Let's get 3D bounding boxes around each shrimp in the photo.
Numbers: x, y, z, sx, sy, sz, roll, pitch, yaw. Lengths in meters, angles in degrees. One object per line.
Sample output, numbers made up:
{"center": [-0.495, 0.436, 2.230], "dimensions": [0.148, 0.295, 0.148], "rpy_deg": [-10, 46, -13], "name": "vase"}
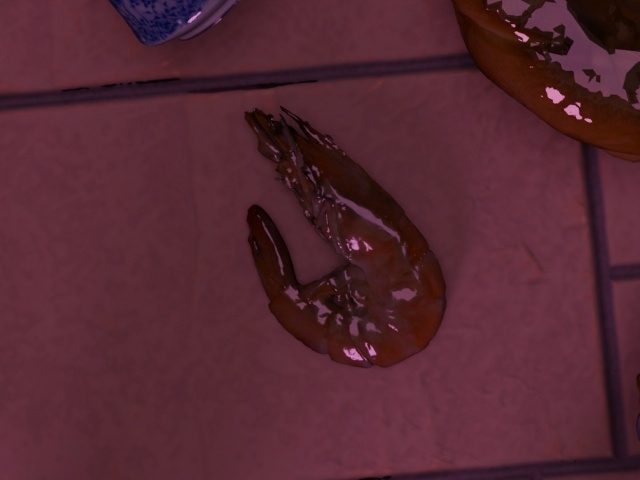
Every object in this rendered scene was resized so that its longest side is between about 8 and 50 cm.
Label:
{"center": [0.001, -0.001, 1.428], "dimensions": [0.133, 0.053, 0.236], "rpy_deg": [-38, 90, 18], "name": "shrimp"}

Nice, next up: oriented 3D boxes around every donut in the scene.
{"center": [0.266, -0.240, 1.378], "dimensions": [0.360, 0.170, 0.360], "rpy_deg": [0, 91, 0], "name": "donut"}

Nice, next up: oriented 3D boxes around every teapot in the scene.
{"center": [-0.121, -0.241, 1.366], "dimensions": [0.159, 0.232, 0.159], "rpy_deg": [-4, 101, -22], "name": "teapot"}

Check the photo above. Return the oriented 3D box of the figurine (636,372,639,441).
{"center": [0.331, 0.128, 1.311], "dimensions": [0.197, 0.265, 0.175], "rpy_deg": [21, 124, 0], "name": "figurine"}
